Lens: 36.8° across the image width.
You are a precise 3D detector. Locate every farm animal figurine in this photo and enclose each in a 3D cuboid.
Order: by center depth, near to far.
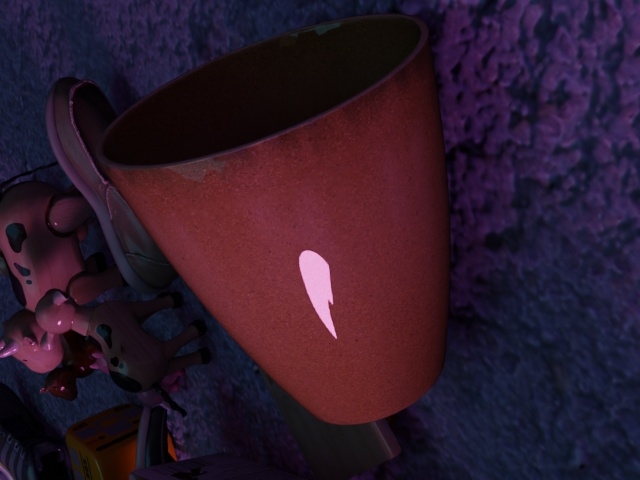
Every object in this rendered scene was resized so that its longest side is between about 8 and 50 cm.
[{"bbox_3d":[-0.305,0.070,1.142,0.330,0.172,0.327,-15,95,54],"label":"farm animal figurine"}]

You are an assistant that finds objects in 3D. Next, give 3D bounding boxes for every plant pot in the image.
[{"bbox_3d":[0.000,0.000,0.698,0.237,0.237,0.254,10,129,50],"label":"plant pot"}]

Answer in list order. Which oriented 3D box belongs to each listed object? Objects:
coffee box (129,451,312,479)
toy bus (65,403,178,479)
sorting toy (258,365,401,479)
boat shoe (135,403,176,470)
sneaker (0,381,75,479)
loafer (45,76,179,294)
[{"bbox_3d":[-0.053,0.308,0.878,0.297,0.118,0.168,0,93,52],"label":"coffee box"},{"bbox_3d":[-0.239,0.397,1.276,0.130,0.108,0.333,14,118,48],"label":"toy bus"},{"bbox_3d":[0.020,0.152,0.872,0.275,0.046,0.132,61,143,11],"label":"sorting toy"},{"bbox_3d":[-0.158,0.286,1.038,0.084,0.079,0.233,-136,40,-80],"label":"boat shoe"},{"bbox_3d":[-0.470,0.343,1.570,0.300,0.111,0.121,51,131,14],"label":"sneaker"},{"bbox_3d":[-0.204,-0.068,1.032,0.087,0.094,0.251,-23,98,30],"label":"loafer"}]
